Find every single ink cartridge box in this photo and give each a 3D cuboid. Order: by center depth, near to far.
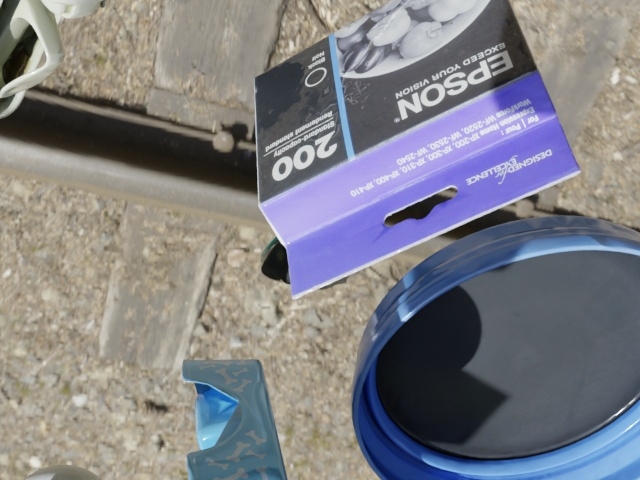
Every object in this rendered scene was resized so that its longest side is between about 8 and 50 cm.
[{"bbox_3d":[0.050,-0.085,0.611,0.206,0.208,0.045,-25,135,18],"label":"ink cartridge box"}]

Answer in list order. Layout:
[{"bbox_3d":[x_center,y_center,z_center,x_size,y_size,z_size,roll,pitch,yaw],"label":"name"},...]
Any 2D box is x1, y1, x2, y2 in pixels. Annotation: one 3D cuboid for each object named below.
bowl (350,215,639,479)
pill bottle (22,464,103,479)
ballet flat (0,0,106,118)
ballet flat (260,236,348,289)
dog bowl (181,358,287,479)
[{"bbox_3d":[0.223,0.142,0.930,0.390,0.077,0.391,-3,126,-4],"label":"bowl"},{"bbox_3d":[-0.399,0.433,1.348,0.176,0.176,0.318,13,161,-14],"label":"pill bottle"},{"bbox_3d":[-0.287,-0.257,0.918,0.139,0.139,0.400,30,138,-23],"label":"ballet flat"},{"bbox_3d":[0.000,0.000,1.044,0.095,0.096,0.280,-19,158,-30],"label":"ballet flat"},{"bbox_3d":[-0.064,0.209,0.762,0.074,0.297,0.166,-12,113,-5],"label":"dog bowl"}]
